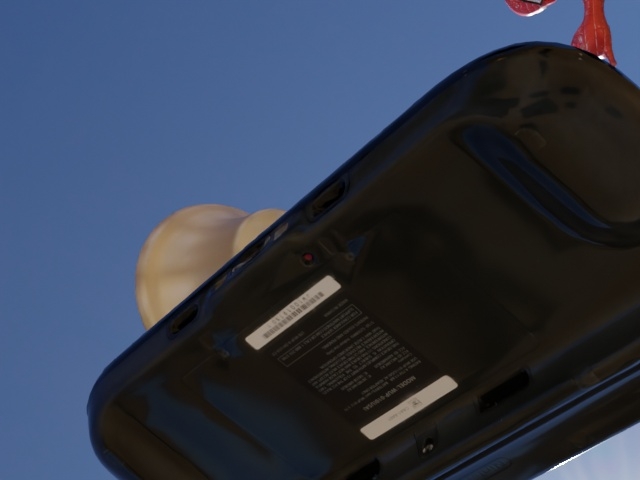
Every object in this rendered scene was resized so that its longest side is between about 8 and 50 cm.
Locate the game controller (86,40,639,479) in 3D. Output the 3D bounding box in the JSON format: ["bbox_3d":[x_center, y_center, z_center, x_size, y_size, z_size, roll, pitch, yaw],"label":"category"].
[{"bbox_3d":[0.030,0.056,0.422,0.166,0.319,0.067,45,-149,-10],"label":"game controller"}]

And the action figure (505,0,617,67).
[{"bbox_3d":[0.220,-0.156,0.478,0.091,0.280,0.139,19,-120,-47],"label":"action figure"}]

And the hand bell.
[{"bbox_3d":[0.000,0.000,0.536,0.126,0.242,0.126,13,-114,-31],"label":"hand bell"}]
